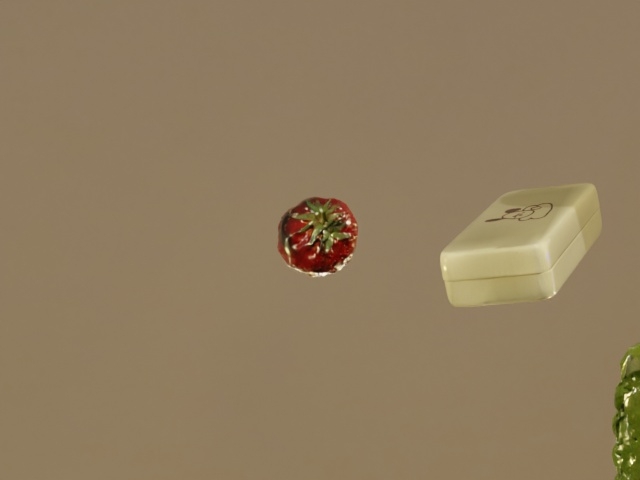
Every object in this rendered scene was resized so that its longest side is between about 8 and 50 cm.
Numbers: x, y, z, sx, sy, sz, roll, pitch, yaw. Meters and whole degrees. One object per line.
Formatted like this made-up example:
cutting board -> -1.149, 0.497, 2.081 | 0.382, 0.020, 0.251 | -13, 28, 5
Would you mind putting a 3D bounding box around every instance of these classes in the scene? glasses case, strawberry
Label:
glasses case -> 0.254, 0.001, 1.713 | 0.131, 0.070, 0.313 | -6, 13, 25
strawberry -> -0.001, -0.001, 1.624 | 0.106, 0.106, 0.106 | -10, -36, -8

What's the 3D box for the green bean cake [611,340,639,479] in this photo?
green bean cake -> 0.408, 0.198, 1.415 | 0.214, 0.200, 0.113 | 6, 18, 32
